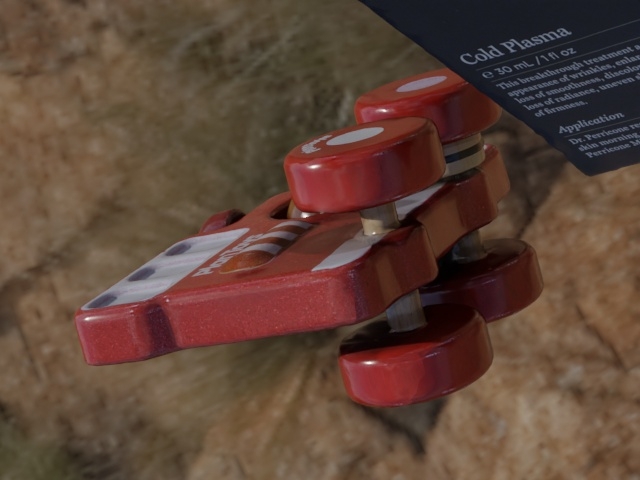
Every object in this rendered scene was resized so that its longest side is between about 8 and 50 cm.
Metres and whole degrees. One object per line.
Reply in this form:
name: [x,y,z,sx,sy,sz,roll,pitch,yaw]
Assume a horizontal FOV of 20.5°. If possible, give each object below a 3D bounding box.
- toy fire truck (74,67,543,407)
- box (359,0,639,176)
toy fire truck: [0.000,0.000,1.215,0.254,0.302,0.169,-8,106,26]
box: [0.180,-0.208,0.845,0.343,0.312,0.179,-15,55,43]
